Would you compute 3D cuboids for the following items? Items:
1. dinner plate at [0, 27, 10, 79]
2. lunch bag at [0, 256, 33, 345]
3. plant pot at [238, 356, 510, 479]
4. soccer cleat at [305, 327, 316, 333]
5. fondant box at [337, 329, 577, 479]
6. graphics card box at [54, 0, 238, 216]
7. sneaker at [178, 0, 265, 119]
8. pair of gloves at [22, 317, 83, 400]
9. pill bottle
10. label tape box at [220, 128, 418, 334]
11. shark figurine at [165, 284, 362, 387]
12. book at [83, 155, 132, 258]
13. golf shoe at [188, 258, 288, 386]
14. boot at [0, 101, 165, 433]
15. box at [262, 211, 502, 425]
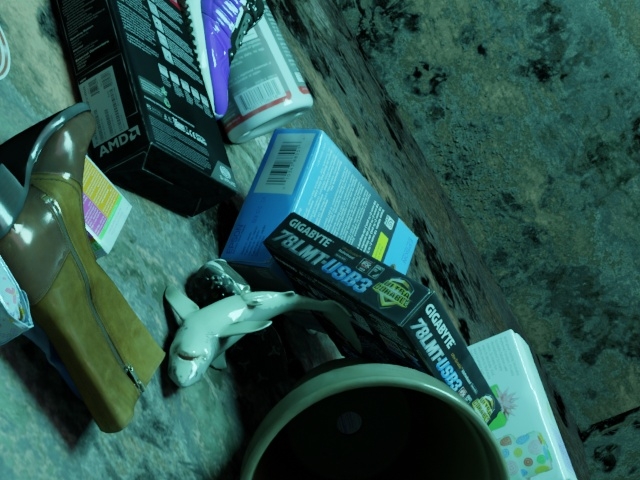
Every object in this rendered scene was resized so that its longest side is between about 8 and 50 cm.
[{"bbox_3d":[-0.398,-0.237,1.128,0.141,0.017,0.141,55,19,-29],"label":"dinner plate"},{"bbox_3d":[-0.303,0.057,0.902,0.083,0.071,0.053,59,15,-7],"label":"lunch bag"},{"bbox_3d":[0.051,0.279,1.297,0.323,0.323,0.280,60,2,-14],"label":"plant pot"},{"bbox_3d":[-0.024,0.116,1.698,0.035,0.029,0.083,28,44,-69],"label":"soccer cleat"},{"bbox_3d":[0.186,0.309,1.527,0.096,0.330,0.238,38,32,-55],"label":"fondant box"},{"bbox_3d":[-0.250,-0.234,1.425,0.233,0.094,0.371,29,37,-63],"label":"graphics card box"},{"bbox_3d":[-0.153,-0.340,1.618,0.102,0.146,0.293,-7,-88,66],"label":"sneaker"},{"bbox_3d":[-0.257,0.077,1.089,0.159,0.023,0.198,51,23,-38],"label":"pair of gloves"},{"bbox_3d":[-0.142,-0.325,1.751,0.283,0.161,0.161,65,17,1],"label":"pill bottle"},{"bbox_3d":[0.008,0.012,1.634,0.333,0.106,0.240,45,58,-46],"label":"label tape box"},{"bbox_3d":[-0.094,0.122,1.323,0.166,0.278,0.116,42,-44,43],"label":"shark figurine"},{"bbox_3d":[-0.285,-0.060,1.183,0.144,0.035,0.096,54,23,-27],"label":"book"},{"bbox_3d":[-0.100,0.108,1.409,0.198,0.077,0.094,60,17,-16],"label":"golf shoe"},{"bbox_3d":[-0.233,0.017,1.051,0.280,0.096,0.264,57,19,-22],"label":"boot"},{"bbox_3d":[0.086,0.120,1.420,0.295,0.073,0.293,29,-19,45],"label":"box"}]
